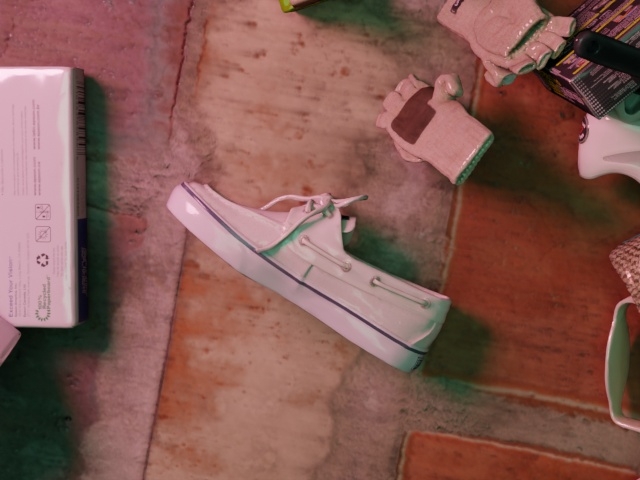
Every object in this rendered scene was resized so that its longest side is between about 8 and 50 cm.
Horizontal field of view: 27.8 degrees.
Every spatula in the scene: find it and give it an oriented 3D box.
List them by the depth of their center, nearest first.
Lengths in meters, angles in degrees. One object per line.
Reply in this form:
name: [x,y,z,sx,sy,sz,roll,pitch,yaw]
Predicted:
spatula: [0.371,-0.173,1.370,0.297,0.030,0.084,13,112,-33]

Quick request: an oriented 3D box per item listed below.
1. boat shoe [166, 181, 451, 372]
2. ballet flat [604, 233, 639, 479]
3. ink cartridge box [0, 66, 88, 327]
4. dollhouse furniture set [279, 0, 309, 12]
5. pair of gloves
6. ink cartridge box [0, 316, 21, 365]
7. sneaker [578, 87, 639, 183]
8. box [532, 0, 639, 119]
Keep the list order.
boat shoe: [0.001,0.002,1.561,0.367,0.136,0.156,33,96,-2]
ballet flat: [0.443,0.220,1.551,0.182,0.164,0.482,-14,88,27]
ink cartridge box: [-0.459,-0.056,1.625,0.330,0.071,0.324,1,95,7]
dollhouse furniture set: [-0.003,-0.438,1.509,0.198,0.151,0.301,-18,98,5]
pair of gloves: [0.175,-0.189,1.522,0.042,0.204,0.240,30,93,-37]
ink cartridge box: [-0.537,0.163,1.575,0.201,0.117,0.278,41,111,-10]
sneaker: [0.465,-0.084,1.543,0.331,0.122,0.146,18,113,2]
box: [0.373,-0.262,1.472,0.270,0.216,0.060,-40,106,5]
